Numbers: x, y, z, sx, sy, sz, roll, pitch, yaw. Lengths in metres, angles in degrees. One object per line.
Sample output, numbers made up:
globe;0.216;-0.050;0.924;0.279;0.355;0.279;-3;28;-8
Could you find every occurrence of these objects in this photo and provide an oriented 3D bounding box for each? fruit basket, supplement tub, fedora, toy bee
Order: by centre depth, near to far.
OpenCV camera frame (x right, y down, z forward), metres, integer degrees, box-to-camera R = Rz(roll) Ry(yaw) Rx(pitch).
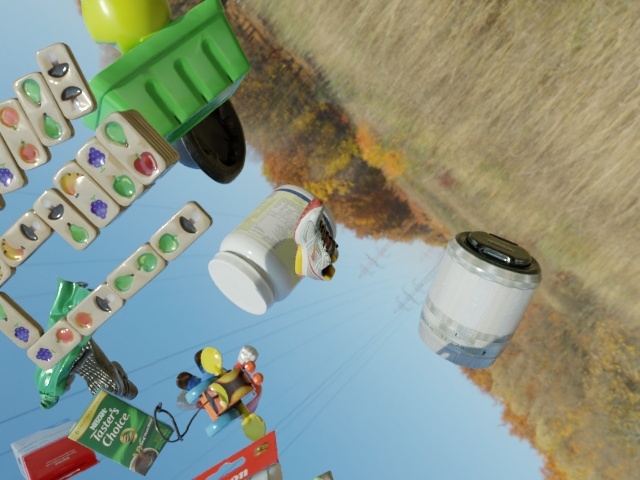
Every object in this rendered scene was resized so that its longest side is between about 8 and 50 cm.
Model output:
toy bee;-0.166;0.299;0.969;0.195;0.162;0.298;54;180;-7
fruit basket;-0.383;-0.414;1.109;0.392;0.392;0.283;37;157;-16
supplement tub;-0.130;0.023;1.430;0.235;0.325;0.235;28;146;21
fedora;-0.358;-0.311;1.476;0.334;0.152;0.334;35;-130;-57

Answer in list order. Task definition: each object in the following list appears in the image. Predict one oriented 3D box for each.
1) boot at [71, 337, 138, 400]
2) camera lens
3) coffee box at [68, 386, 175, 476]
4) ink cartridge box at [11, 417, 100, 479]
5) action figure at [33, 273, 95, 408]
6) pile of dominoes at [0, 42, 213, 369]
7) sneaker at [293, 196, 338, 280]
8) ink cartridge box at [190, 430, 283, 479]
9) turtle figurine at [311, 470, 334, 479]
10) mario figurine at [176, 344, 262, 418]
boot;-0.610;0.345;1.413;0.246;0.083;0.161;53;172;11
camera lens;0.369;0.131;1.202;0.219;0.274;0.219;14;-157;-6
coffee box;-0.419;0.404;1.081;0.184;0.113;0.040;39;160;-17
ink cartridge box;-0.604;0.483;1.163;0.134;0.231;0.078;-20;-86;-39
action figure;-0.458;0.192;0.921;0.137;0.232;0.063;19;179;25
pile of dominoes;-0.237;-0.015;0.440;0.196;0.251;0.040;47;-167;-12
sneaker;0.000;0.000;1.089;0.092;0.225;0.088;18;-130;15
ink cartridge box;-0.140;0.347;0.666;0.066;0.189;0.232;60;179;-22
turtle figurine;0.018;0.732;1.245;0.266;0.274;0.198;56;180;30
mario figurine;-0.288;0.378;1.418;0.170;0.198;0.320;12;174;-43
